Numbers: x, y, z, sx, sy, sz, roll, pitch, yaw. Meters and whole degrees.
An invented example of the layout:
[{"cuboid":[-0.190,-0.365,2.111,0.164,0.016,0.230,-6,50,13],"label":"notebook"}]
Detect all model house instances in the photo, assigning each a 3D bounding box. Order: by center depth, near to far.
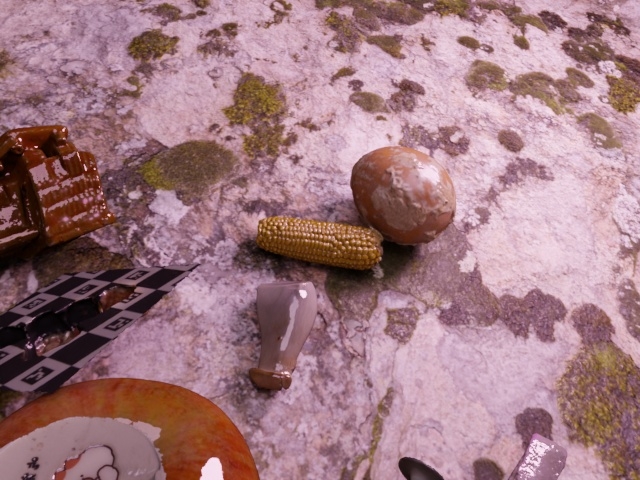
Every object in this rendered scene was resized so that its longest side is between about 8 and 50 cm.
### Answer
[{"cuboid":[-0.510,-0.068,1.067,0.200,0.219,0.229,-17,45,-42],"label":"model house"}]

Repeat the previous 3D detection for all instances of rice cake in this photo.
[{"cuboid":[0.278,0.462,0.933,0.070,0.064,0.399,33,52,24],"label":"rice cake"}]

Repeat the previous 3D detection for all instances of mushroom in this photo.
[{"cuboid":[-0.063,0.162,1.078,0.116,0.093,0.225,-6,60,10],"label":"mushroom"}]

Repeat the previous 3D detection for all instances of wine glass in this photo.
[{"cuboid":[0.109,0.434,0.896,0.093,0.092,0.202,33,51,12],"label":"wine glass"}]

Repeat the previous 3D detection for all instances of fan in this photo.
[{"cuboid":[-0.182,0.259,0.603,0.330,0.009,0.190,3,35,-6],"label":"fan"}]

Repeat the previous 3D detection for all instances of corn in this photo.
[{"cuboid":[0.000,0.003,1.211,0.261,0.091,0.091,9,33,-1],"label":"corn"}]

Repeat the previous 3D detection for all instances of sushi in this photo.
[{"cuboid":[-0.388,0.149,0.916,0.320,0.068,0.339,-5,23,25],"label":"sushi"}]

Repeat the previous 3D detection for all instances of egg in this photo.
[{"cuboid":[0.172,-0.099,1.261,0.245,0.203,0.203,40,54,23],"label":"egg"}]

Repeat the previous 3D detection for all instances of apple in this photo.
[{"cuboid":[-0.259,0.376,0.719,0.401,0.333,0.400,9,32,-6],"label":"apple"}]
